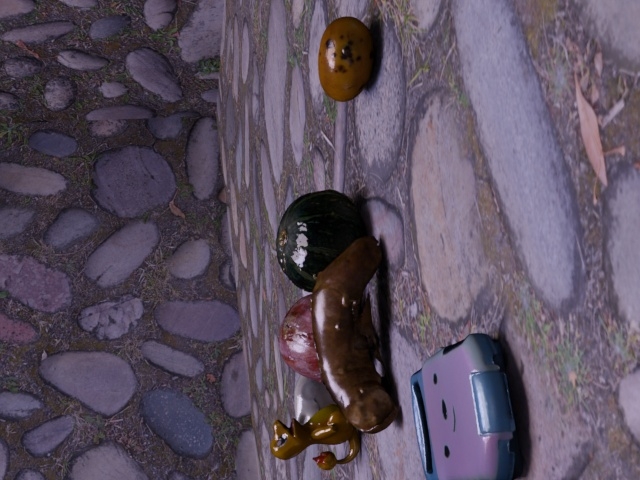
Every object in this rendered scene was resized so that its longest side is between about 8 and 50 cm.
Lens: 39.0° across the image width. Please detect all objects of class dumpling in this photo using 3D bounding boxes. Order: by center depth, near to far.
[{"bbox_3d":[-0.002,0.323,1.831,0.150,0.092,0.176,74,-169,-67],"label":"dumpling"}]

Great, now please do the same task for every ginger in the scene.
[{"bbox_3d":[0.049,0.155,1.456,0.133,0.107,0.309,-13,86,43],"label":"ginger"}]

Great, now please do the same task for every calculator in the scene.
[{"bbox_3d":[0.166,0.209,1.069,0.293,0.051,0.173,118,145,-69],"label":"calculator"}]

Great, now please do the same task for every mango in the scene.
[{"bbox_3d":[0.038,-0.283,1.447,0.178,0.090,0.115,108,168,-70],"label":"mango"}]

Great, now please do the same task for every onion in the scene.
[{"bbox_3d":[0.022,0.172,1.582,0.195,0.159,0.160,2,97,49],"label":"onion"}]

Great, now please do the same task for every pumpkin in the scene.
[{"bbox_3d":[0.000,0.001,1.578,0.190,0.146,0.190,-11,77,55],"label":"pumpkin"}]

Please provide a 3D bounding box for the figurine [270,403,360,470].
[{"bbox_3d":[-0.006,0.376,1.691,0.121,0.176,0.122,-165,60,-80],"label":"figurine"}]
